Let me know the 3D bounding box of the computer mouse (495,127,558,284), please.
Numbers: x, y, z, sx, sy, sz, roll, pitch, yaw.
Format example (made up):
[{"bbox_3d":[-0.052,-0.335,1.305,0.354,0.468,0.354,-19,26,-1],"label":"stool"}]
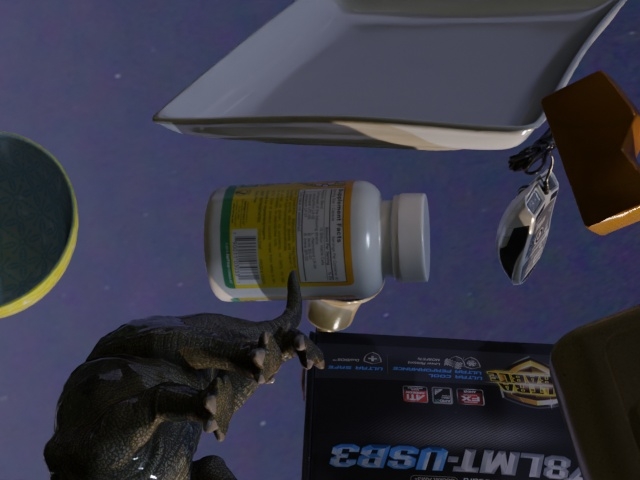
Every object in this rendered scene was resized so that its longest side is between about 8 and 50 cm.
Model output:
[{"bbox_3d":[0.202,-0.035,1.227,0.042,0.106,0.193,26,-44,20],"label":"computer mouse"}]

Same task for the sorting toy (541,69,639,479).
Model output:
[{"bbox_3d":[0.200,0.055,0.449,0.229,0.041,0.307,-25,-112,26],"label":"sorting toy"}]

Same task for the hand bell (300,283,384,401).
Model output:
[{"bbox_3d":[0.006,0.135,1.730,0.126,0.126,0.242,33,-48,27],"label":"hand bell"}]

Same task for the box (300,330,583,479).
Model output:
[{"bbox_3d":[0.128,0.210,1.148,0.295,0.293,0.073,4,-54,0],"label":"box"}]

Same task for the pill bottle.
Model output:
[{"bbox_3d":[0.000,0.000,1.215,0.208,0.117,0.117,-2,-77,9],"label":"pill bottle"}]

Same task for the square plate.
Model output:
[{"bbox_3d":[0.081,-0.163,1.118,0.347,0.344,0.049,5,-58,28],"label":"square plate"}]

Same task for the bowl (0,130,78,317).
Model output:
[{"bbox_3d":[-0.482,0.002,1.815,0.289,0.289,0.156,46,-15,20],"label":"bowl"}]

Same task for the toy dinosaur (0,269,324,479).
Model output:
[{"bbox_3d":[-0.097,0.094,0.734,0.160,0.313,0.121,-2,-48,23],"label":"toy dinosaur"}]
